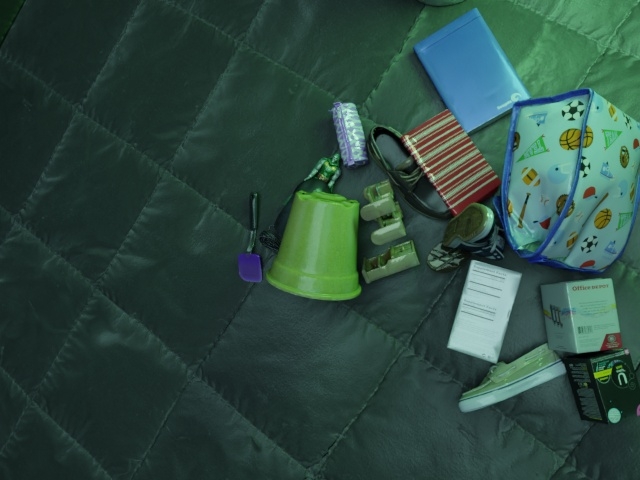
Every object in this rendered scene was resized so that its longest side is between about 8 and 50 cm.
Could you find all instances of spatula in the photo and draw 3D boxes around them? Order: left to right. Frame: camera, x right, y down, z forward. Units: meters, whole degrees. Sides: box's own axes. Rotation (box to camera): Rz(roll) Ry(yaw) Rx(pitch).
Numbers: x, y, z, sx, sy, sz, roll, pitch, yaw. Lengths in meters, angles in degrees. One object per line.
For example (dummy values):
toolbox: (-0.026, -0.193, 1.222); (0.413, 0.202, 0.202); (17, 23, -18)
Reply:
spatula: (-0.225, -0.013, 1.679); (0.084, 0.030, 0.297); (1, 86, 20)

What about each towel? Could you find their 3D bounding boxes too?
towel: (0.367, -0.215, 1.436); (0.198, 0.031, 0.275); (-33, 86, -24)

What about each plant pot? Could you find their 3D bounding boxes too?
plant pot: (0.000, 0.000, 1.437); (0.275, 0.276, 0.254); (13, 102, 18)

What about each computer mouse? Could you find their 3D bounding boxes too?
computer mouse: (-0.058, -0.060, 1.563); (0.188, 0.072, 0.272); (29, 105, -2)

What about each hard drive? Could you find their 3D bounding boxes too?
hard drive: (0.438, -0.490, 1.503); (0.210, 0.040, 0.319); (-29, 78, 13)

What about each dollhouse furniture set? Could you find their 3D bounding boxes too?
dollhouse furniture set: (0.162, -0.026, 1.468); (0.160, 0.212, 0.242); (-21, 107, 13)

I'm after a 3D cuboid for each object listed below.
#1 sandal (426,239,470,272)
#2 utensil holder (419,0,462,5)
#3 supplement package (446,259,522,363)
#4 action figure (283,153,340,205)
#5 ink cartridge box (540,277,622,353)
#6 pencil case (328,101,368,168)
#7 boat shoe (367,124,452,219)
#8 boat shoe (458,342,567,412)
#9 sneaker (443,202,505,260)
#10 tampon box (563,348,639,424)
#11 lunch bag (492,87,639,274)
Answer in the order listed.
sandal: (0.396, 0.010, 1.472); (0.090, 0.060, 0.219); (42, 84, 10)
utensil holder: (0.329, -0.872, 1.389); (0.327, 0.385, 0.328); (-2, 84, 17)
supplement package: (0.443, 0.188, 1.396); (0.133, 0.139, 0.244); (16, 89, 17)
action figure: (-0.007, -0.172, 1.605); (0.137, 0.063, 0.232); (34, 100, 5)
ink cartridge box: (0.662, 0.190, 1.314); (0.128, 0.127, 0.176); (-4, 84, -7)
pencil case: (0.089, -0.324, 1.576); (0.086, 0.088, 0.206); (-17, 81, 17)
boat shoe: (0.255, -0.198, 1.490); (0.132, 0.130, 0.355); (-46, 74, 9)
boat shoe: (0.506, 0.375, 1.391); (0.302, 0.109, 0.094); (-25, 66, 4)
sneaker: (0.426, -0.017, 1.306); (0.153, 0.282, 0.099); (16, 82, -1)
tampon box: (0.714, 0.364, 1.293); (0.120, 0.101, 0.161); (-11, 81, -15)
lunch bag: (0.606, -0.121, 1.254); (0.238, 0.327, 0.386); (3, 84, 56)
